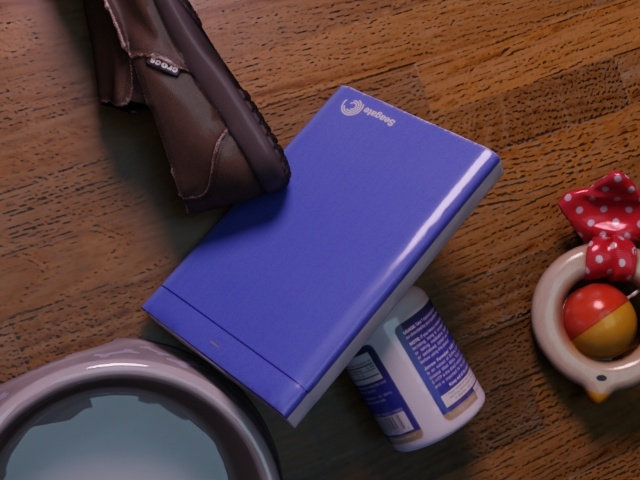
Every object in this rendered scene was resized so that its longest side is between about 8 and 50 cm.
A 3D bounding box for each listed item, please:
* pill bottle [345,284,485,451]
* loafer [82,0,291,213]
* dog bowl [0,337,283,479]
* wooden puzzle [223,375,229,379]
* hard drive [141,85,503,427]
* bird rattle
[{"bbox_3d":[0.077,0.109,0.971,0.112,0.112,0.187,-31,93,-16],"label":"pill bottle"},{"bbox_3d":[-0.173,-0.181,0.919,0.130,0.134,0.366,-33,87,3],"label":"loafer"},{"bbox_3d":[-0.192,0.264,0.886,0.348,0.102,0.349,2,83,-15],"label":"dog bowl"},{"bbox_3d":[-0.063,0.120,0.972,0.116,0.014,0.078,33,51,-9],"label":"wooden puzzle"},{"bbox_3d":[0.000,0.000,0.931,0.210,0.040,0.319,30,72,35],"label":"hard drive"},{"bbox_3d":[0.329,0.064,1.044,0.207,0.143,0.253,-37,92,0],"label":"bird rattle"}]
